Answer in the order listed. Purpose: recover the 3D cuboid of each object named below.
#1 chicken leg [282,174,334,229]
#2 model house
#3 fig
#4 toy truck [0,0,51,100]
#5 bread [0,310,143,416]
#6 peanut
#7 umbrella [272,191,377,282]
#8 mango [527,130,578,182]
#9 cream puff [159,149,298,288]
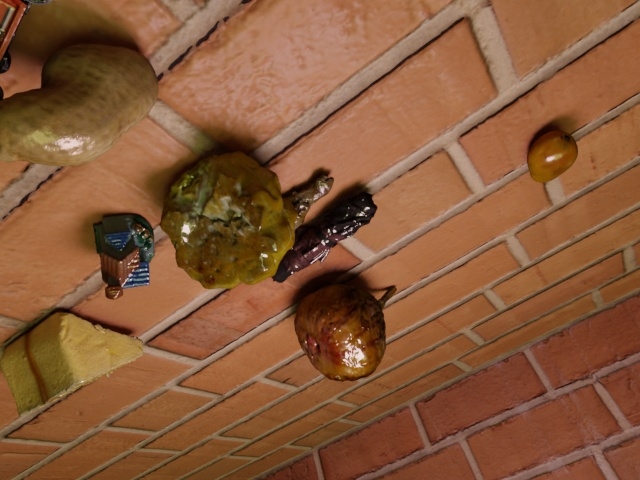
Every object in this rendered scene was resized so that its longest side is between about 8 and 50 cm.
[{"bbox_3d":[-0.049,-0.078,1.041,0.198,0.069,0.085,-39,116,15],"label":"chicken leg"},{"bbox_3d":[-0.396,0.047,0.965,0.120,0.148,0.148,-3,142,-23],"label":"model house"},{"bbox_3d":[0.111,0.219,1.373,0.369,0.286,0.286,-34,152,-32],"label":"fig"},{"bbox_3d":[-0.412,-0.283,0.573,0.114,0.107,0.253,23,125,-42],"label":"toy truck"},{"bbox_3d":[-0.632,0.295,1.219,0.264,0.198,0.236,-30,168,21],"label":"bread"},{"bbox_3d":[-0.335,-0.186,0.655,0.137,0.253,0.122,38,144,-13],"label":"peanut"},{"bbox_3d":[0.000,0.000,1.133,0.326,0.090,0.094,-38,143,24],"label":"umbrella"},{"bbox_3d":[0.556,-0.199,1.134,0.111,0.089,0.163,-21,155,22],"label":"mango"},{"bbox_3d":[-0.172,-0.042,0.935,0.282,0.185,0.281,6,112,15],"label":"cream puff"}]
